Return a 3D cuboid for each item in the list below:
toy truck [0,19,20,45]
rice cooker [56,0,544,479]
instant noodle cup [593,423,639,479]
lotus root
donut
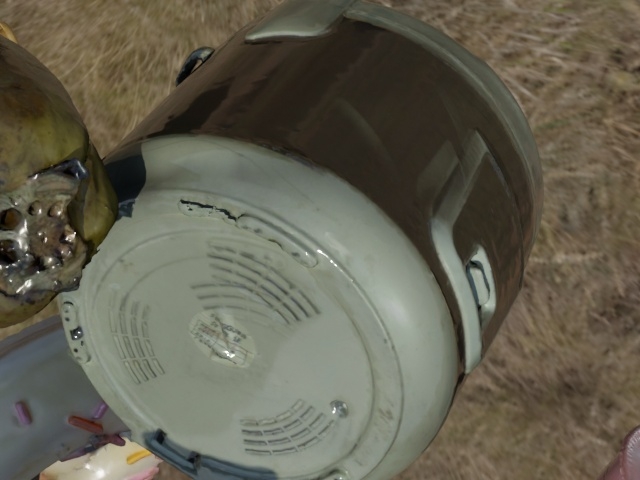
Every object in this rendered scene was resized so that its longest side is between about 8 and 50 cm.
[{"bbox_3d":[-0.480,-0.140,1.832,0.212,0.204,0.288,-18,80,-25],"label":"toy truck"},{"bbox_3d":[0.000,0.000,1.044,0.335,0.325,0.335,14,127,19],"label":"rice cooker"},{"bbox_3d":[0.408,0.392,1.708,0.243,0.243,0.231,29,126,-11],"label":"instant noodle cup"},{"bbox_3d":[-0.231,-0.053,0.863,0.160,0.275,0.152,-40,122,-8],"label":"lotus root"},{"bbox_3d":[-0.294,0.218,1.510,0.383,0.382,0.142,-35,71,4],"label":"donut"}]
